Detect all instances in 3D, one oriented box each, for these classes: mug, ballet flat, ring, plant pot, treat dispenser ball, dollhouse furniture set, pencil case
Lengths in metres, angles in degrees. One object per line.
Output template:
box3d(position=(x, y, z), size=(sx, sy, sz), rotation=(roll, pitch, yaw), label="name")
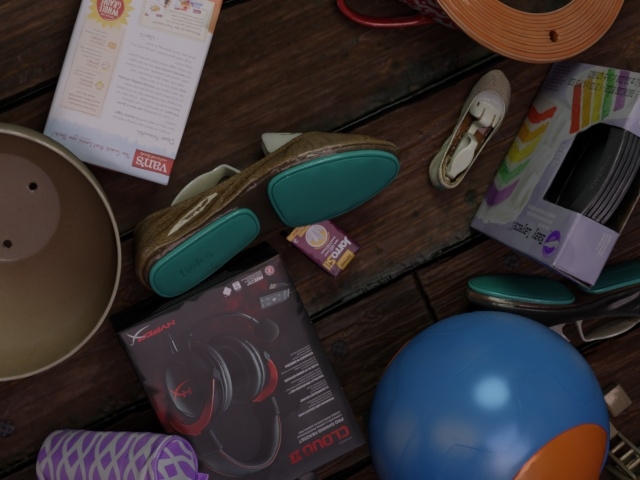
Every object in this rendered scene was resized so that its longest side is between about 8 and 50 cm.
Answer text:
box3d(position=(0.108, -0.323, 1.703), size=(0.169, 0.150, 0.113), rotation=(27, 56, -19), label="mug")
box3d(position=(-0.077, -0.056, 1.683), size=(0.342, 0.124, 0.116), rotation=(-30, 138, -2), label="ballet flat")
box3d(position=(0.233, -0.372, 1.685), size=(0.336, 0.032, 0.337), rotation=(6, 78, -30), label="ring")
box3d(position=(-0.363, -0.011, 1.579), size=(0.284, 0.191, 0.284), rotation=(-2, 109, -6), label="plant pot")
box3d(position=(0.200, 0.228, 1.697), size=(0.288, 0.288, 0.288), rotation=(-2, 99, -12), label="treat dispenser ball")
box3d(position=(0.319, 0.089, 1.804), size=(0.280, 0.095, 0.096), rotation=(-5, 110, -11), label="ballet flat")
box3d(position=(0.446, 0.236, 1.845), size=(0.182, 0.101, 0.161), rotation=(-39, 104, -4), label="dollhouse furniture set")
box3d(position=(-0.239, 0.267, 1.657), size=(0.088, 0.206, 0.086), rotation=(50, 50, -41), label="pencil case")
box3d(position=(0.193, -0.134, 1.761), size=(0.057, 0.052, 0.168), rotation=(28, 91, -14), label="ballet flat")

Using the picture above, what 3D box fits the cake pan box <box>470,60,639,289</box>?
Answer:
box3d(position=(0.303, -0.086, 1.682), size=(0.070, 0.267, 0.246), rotation=(24, 95, -19), label="cake pan box")

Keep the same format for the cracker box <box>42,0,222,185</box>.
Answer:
box3d(position=(-0.222, -0.197, 1.655), size=(0.155, 0.067, 0.232), rotation=(17, 94, -12), label="cracker box")

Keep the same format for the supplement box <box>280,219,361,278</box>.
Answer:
box3d(position=(0.000, 0.000, 1.744), size=(0.083, 0.043, 0.055), rotation=(39, 88, -15), label="supplement box")

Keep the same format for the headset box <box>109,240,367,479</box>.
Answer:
box3d(position=(-0.093, 0.182, 1.717), size=(0.218, 0.110, 0.293), rotation=(-25, 103, -8), label="headset box")
